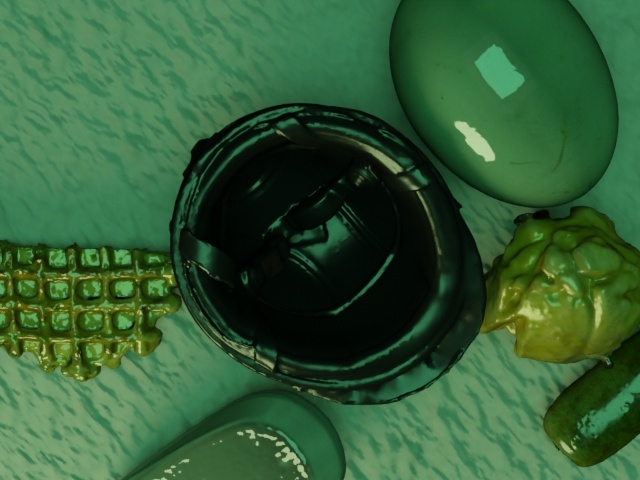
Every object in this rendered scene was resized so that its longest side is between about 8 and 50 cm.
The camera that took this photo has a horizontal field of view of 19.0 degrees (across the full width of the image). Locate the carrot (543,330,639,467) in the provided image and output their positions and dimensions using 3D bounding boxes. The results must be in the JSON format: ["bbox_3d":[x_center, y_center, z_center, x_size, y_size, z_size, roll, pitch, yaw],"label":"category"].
[{"bbox_3d":[0.347,0.072,1.679,0.358,0.074,0.074,-38,96,3],"label":"carrot"}]

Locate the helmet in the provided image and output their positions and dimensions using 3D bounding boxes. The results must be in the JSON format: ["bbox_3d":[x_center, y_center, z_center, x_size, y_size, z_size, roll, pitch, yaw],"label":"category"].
[{"bbox_3d":[0.000,0.000,1.622,0.279,0.160,0.230,39,96,-17],"label":"helmet"}]

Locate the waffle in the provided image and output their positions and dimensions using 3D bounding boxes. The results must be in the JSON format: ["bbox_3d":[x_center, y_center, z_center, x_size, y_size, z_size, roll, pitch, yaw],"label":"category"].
[{"bbox_3d":[-0.222,0.040,1.682,0.192,0.046,0.160,34,98,-5],"label":"waffle"}]

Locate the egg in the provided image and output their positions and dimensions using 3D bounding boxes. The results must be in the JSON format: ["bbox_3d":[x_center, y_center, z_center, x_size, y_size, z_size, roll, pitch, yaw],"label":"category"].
[{"bbox_3d":[0.154,-0.130,1.600,0.168,0.168,0.231,-35,102,4],"label":"egg"}]

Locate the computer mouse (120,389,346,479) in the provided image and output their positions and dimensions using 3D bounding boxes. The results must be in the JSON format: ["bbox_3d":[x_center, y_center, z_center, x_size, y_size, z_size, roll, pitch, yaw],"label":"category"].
[{"bbox_3d":[-0.080,0.220,1.695,0.231,0.079,0.128,-31,94,19],"label":"computer mouse"}]

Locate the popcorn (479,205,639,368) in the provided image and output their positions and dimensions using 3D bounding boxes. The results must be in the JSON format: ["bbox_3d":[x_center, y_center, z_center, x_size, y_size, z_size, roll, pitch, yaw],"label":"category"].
[{"bbox_3d":[0.206,0.041,1.632,0.148,0.167,0.152,-8,77,-35],"label":"popcorn"}]
